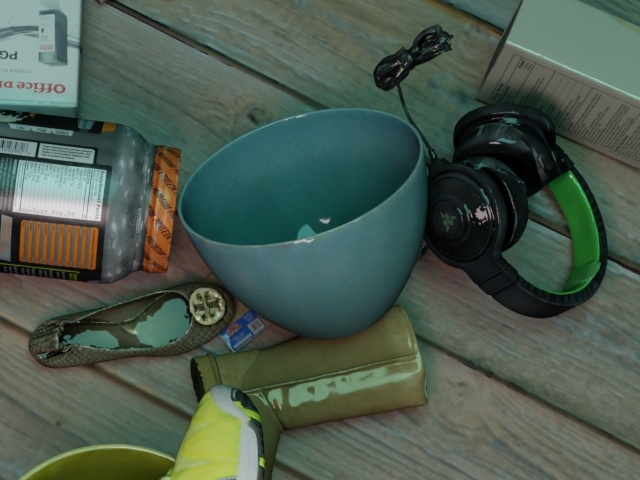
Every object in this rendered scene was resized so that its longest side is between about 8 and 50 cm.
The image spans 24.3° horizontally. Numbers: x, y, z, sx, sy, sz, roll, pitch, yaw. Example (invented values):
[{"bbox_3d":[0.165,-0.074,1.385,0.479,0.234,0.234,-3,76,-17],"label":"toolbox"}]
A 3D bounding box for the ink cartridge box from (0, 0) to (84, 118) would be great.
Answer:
[{"bbox_3d":[-0.380,-0.247,1.871,0.159,0.092,0.217,1,70,-8],"label":"ink cartridge box"}]

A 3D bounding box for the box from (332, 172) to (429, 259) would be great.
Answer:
[{"bbox_3d":[0.069,-0.043,1.879,0.054,0.059,0.169,-35,78,-19],"label":"box"}]

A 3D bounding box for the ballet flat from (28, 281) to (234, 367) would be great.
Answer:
[{"bbox_3d":[-0.224,0.101,1.772,0.250,0.058,0.084,-10,73,-10],"label":"ballet flat"}]

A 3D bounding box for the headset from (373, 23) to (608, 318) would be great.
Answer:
[{"bbox_3d":[0.220,-0.086,1.814,0.394,0.185,0.243,43,47,-12],"label":"headset"}]

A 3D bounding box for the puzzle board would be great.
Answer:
[{"bbox_3d":[-0.090,0.067,1.837,0.128,0.011,0.096,-38,80,-20],"label":"puzzle board"}]

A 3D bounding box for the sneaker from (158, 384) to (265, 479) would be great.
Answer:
[{"bbox_3d":[-0.148,0.304,1.345,0.147,0.145,0.384,16,65,-3],"label":"sneaker"}]

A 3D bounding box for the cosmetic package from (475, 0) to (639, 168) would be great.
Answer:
[{"bbox_3d":[0.378,-0.200,1.939,0.310,0.160,0.113,25,66,0],"label":"cosmetic package"}]

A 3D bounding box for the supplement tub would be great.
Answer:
[{"bbox_3d":[-0.328,-0.053,1.748,0.316,0.193,0.193,7,68,-7],"label":"supplement tub"}]

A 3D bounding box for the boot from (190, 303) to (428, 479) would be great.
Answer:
[{"bbox_3d":[0.002,0.207,1.756,0.270,0.089,0.236,-11,71,-15],"label":"boot"}]

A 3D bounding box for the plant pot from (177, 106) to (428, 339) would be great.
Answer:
[{"bbox_3d":[0.000,0.000,1.747,0.290,0.195,0.290,-13,32,8],"label":"plant pot"}]

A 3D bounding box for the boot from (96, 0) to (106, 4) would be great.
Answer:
[{"bbox_3d":[-0.262,-0.343,1.959,0.118,0.042,0.087,43,75,10],"label":"boot"}]

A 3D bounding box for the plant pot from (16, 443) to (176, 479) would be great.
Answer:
[{"bbox_3d":[-0.221,0.379,1.539,0.275,0.293,0.274,3,68,-8],"label":"plant pot"}]
